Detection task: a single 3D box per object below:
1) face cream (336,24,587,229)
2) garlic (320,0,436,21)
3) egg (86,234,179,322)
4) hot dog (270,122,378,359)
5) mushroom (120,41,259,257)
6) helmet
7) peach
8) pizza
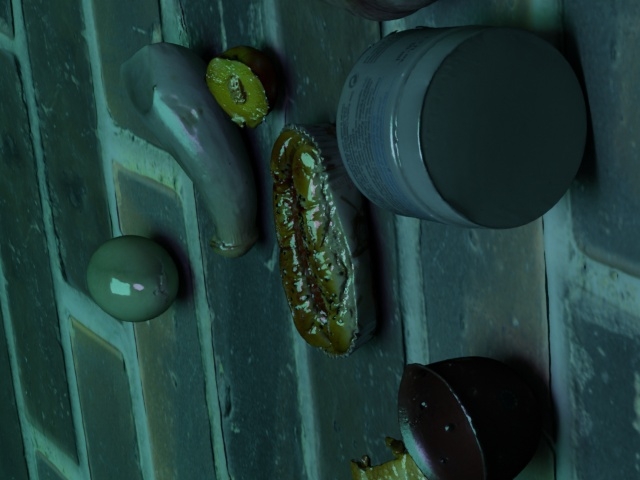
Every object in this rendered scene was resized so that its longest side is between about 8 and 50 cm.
[{"bbox_3d":[0.121,-0.102,1.670,0.153,0.177,0.177,13,116,61],"label":"face cream"},{"bbox_3d":[0.004,-0.288,1.682,0.245,0.253,0.245,25,134,28],"label":"garlic"},{"bbox_3d":[-0.246,0.051,2.496,0.152,0.114,0.114,15,118,54],"label":"egg"},{"bbox_3d":[0.000,0.000,2.061,0.144,0.075,0.268,12,117,59],"label":"hot dog"},{"bbox_3d":[-0.140,-0.110,2.231,0.270,0.103,0.118,65,151,3],"label":"mushroom"},{"bbox_3d":[0.154,0.177,1.846,0.155,0.106,0.175,66,155,10],"label":"helmet"},{"bbox_3d":[-0.078,-0.176,2.118,0.098,0.061,0.098,30,144,25],"label":"peach"},{"bbox_3d":[0.110,0.259,2.018,0.154,0.069,0.194,59,143,25],"label":"pizza"}]
